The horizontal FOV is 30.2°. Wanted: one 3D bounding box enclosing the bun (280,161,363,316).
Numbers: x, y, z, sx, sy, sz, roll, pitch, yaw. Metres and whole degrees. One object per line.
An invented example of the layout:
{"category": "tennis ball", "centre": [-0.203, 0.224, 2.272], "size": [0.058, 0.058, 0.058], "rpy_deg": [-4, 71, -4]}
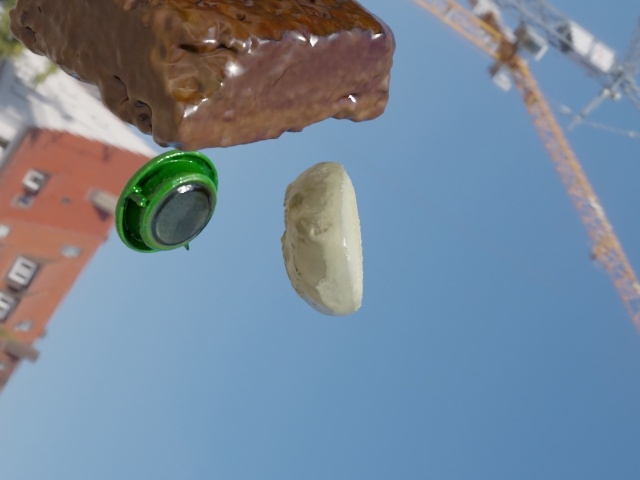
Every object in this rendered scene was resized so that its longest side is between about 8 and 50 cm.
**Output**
{"category": "bun", "centre": [0.000, 0.000, 2.104], "size": [0.287, 0.146, 0.287], "rpy_deg": [-8, 90, -87]}

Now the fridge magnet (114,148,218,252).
{"category": "fridge magnet", "centre": [-0.259, -0.063, 2.038], "size": [0.088, 0.208, 0.208], "rpy_deg": [40, -79, 34]}

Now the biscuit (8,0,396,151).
{"category": "biscuit", "centre": [-0.131, -0.264, 1.481], "size": [0.342, 0.395, 0.166], "rpy_deg": [38, -57, 28]}
